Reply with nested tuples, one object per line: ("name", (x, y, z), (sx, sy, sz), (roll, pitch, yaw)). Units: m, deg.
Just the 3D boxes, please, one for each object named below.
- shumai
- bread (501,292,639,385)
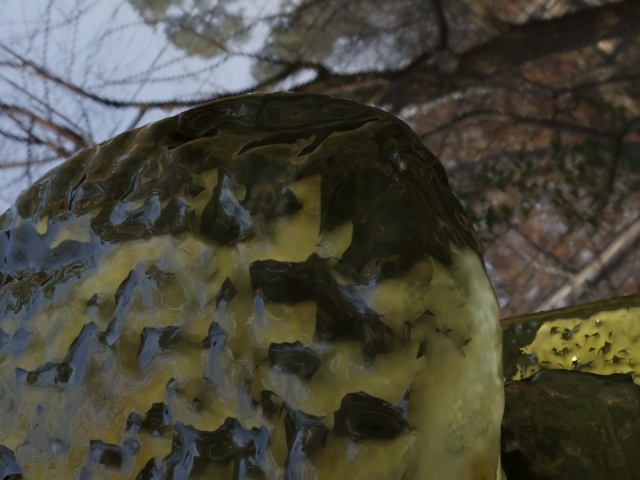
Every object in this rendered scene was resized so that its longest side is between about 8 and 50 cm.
("shumai", (-0.015, 0.116, 0.533), (0.288, 0.330, 0.292), (14, -120, -60))
("bread", (0.204, 0.129, 0.589), (0.245, 0.361, 0.233), (2, -108, -26))
